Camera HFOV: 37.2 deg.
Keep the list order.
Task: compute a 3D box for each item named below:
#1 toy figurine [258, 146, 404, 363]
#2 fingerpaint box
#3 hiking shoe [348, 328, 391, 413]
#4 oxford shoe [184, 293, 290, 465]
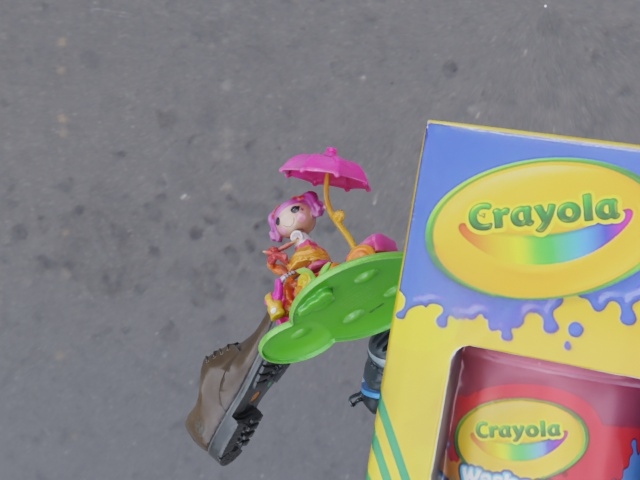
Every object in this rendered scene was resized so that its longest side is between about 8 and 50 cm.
[{"bbox_3d":[0.000,0.000,0.837,0.173,0.130,0.159,-35,54,24],"label":"toy figurine"},{"bbox_3d":[0.253,0.150,0.519,0.445,0.163,0.371,10,89,16],"label":"fingerpaint box"},{"bbox_3d":[0.203,0.216,1.370,0.304,0.113,0.132,17,119,0],"label":"hiking shoe"},{"bbox_3d":[-0.095,0.146,1.124,0.096,0.083,0.227,33,95,23],"label":"oxford shoe"}]
